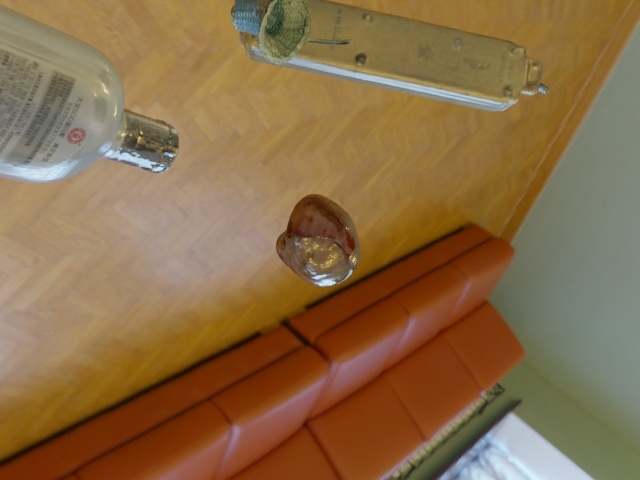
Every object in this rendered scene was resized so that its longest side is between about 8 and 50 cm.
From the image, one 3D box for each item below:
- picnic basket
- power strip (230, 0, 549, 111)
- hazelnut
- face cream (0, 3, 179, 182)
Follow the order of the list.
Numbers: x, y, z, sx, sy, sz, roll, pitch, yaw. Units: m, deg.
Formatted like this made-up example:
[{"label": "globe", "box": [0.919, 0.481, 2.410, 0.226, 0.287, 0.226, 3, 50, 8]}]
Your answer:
[{"label": "picnic basket", "box": [-0.022, -0.168, 0.495, 0.065, 0.083, 0.083, 73, 34, -54]}, {"label": "power strip", "box": [0.067, -0.175, 0.645, 0.044, 0.306, 0.064, 136, -36, -81]}, {"label": "hazelnut", "box": [0.000, 0.000, 0.641, 0.086, 0.086, 0.086, -38, 151, -25]}, {"label": "face cream", "box": [-0.243, -0.115, 0.582, 0.291, 0.071, 0.144, 12, 120, -53]}]
